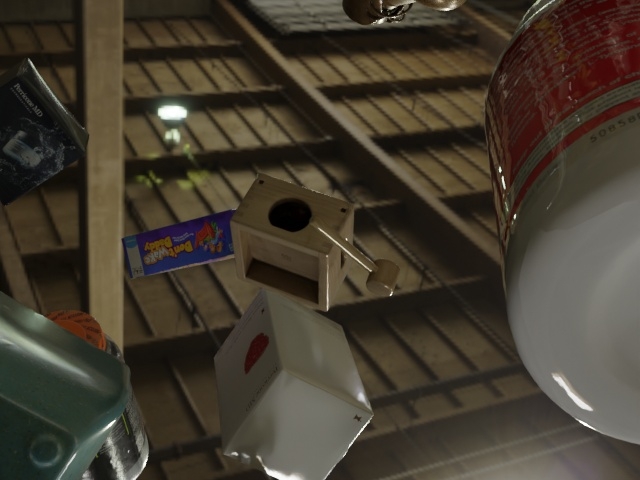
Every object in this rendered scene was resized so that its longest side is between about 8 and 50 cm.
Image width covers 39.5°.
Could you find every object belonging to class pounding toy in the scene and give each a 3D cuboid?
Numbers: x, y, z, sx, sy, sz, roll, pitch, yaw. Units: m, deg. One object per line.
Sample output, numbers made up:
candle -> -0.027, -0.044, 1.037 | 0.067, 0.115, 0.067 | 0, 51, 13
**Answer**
pounding toy -> 0.005, -0.004, 1.066 | 0.206, 0.181, 0.094 | 19, -124, 14

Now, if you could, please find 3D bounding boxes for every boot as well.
boot -> 0.095, -0.296, 1.035 | 0.112, 0.115, 0.305 | 1, -154, -18

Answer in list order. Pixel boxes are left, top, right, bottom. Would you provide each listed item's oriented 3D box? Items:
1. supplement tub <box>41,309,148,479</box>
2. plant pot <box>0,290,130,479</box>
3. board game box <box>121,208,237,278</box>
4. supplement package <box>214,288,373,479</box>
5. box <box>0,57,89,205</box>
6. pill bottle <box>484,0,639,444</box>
supplement tub -> -0.416, 0.284, 1.527 | 0.194, 0.316, 0.193 | -3, -142, 2
plant pot -> -0.324, 0.180, 0.794 | 0.248, 0.247, 0.252 | 34, 171, -16
board game box -> -0.182, -0.005, 1.713 | 0.233, 0.078, 0.347 | -13, 179, 23
supplement package -> -0.055, 0.238, 1.480 | 0.175, 0.177, 0.293 | 30, -166, -20
box -> -0.469, -0.166, 1.369 | 0.158, 0.156, 0.093 | -31, -152, 8
pill bottle -> 0.241, -0.063, 0.670 | 0.229, 0.229, 0.407 | 9, -148, 1
